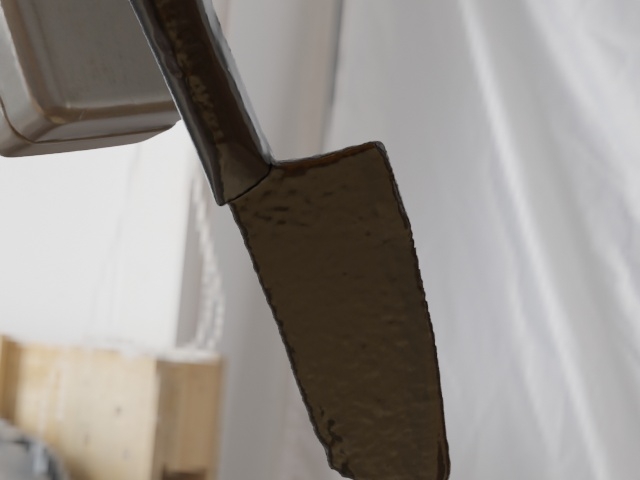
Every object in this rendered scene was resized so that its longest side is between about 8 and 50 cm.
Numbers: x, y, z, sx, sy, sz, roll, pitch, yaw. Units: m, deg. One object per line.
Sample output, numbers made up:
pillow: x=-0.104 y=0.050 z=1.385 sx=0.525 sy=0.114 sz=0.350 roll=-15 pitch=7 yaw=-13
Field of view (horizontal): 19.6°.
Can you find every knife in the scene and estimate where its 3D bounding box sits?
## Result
knife: x=0.000 y=0.000 z=0.583 sx=0.060 sy=0.230 sz=0.028 roll=-15 pitch=28 yaw=12

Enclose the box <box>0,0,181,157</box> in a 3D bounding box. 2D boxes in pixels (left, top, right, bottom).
box: x=-0.131 y=-0.161 z=0.835 sx=0.103 sy=0.244 sz=0.055 roll=-11 pitch=-10 yaw=-46
